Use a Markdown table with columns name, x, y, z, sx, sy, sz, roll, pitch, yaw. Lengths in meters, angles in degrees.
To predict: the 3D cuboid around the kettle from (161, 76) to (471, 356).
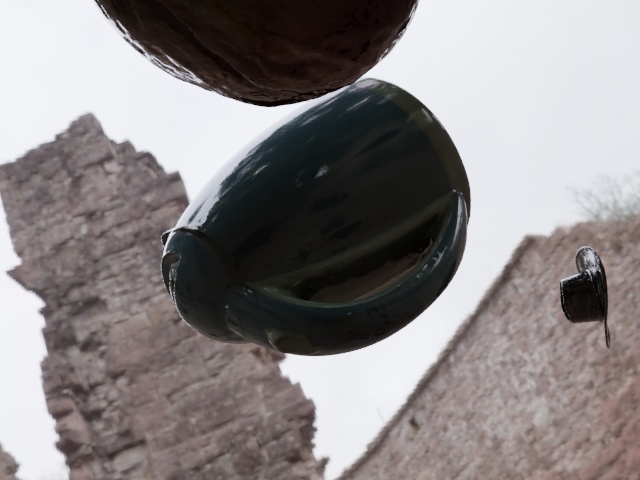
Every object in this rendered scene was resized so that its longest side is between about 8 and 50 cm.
| name | x | y | z | sx | sy | sz | roll | pitch | yaw |
| --- | --- | --- | --- | --- | --- | --- | --- | --- | --- |
| kettle | 0.000 | 0.000 | 1.000 | 0.342 | 0.320 | 0.247 | -35 | -49 | -34 |

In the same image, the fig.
| name | x | y | z | sx | sy | sz | roll | pitch | yaw |
| --- | --- | --- | --- | --- | --- | --- | --- | --- | --- |
| fig | -0.085 | -0.178 | 0.471 | 0.290 | 0.190 | 0.190 | 11 | -48 | -17 |

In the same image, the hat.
| name | x | y | z | sx | sy | sz | roll | pitch | yaw |
| --- | --- | --- | --- | --- | --- | --- | --- | --- | --- |
| hat | 0.306 | 0.069 | 1.039 | 0.050 | 0.121 | 0.121 | -14 | -35 | 9 |
